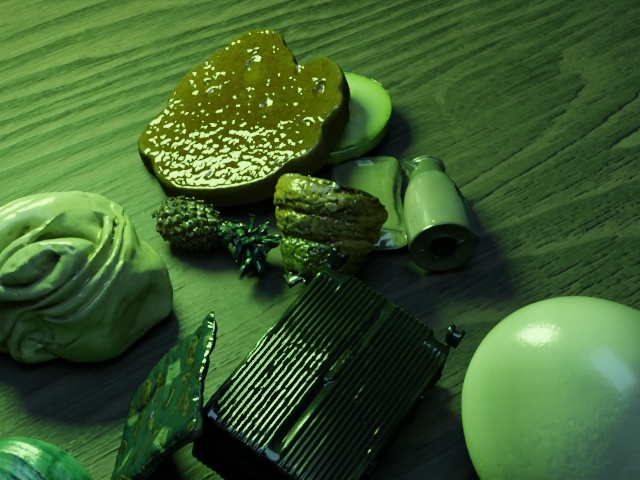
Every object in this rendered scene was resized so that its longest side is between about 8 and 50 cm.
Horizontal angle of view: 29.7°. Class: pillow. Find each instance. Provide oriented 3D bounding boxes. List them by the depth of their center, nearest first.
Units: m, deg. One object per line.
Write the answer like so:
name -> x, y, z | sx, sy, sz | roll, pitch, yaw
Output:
pillow -> -0.209, 0.224, 1.587 | 0.034, 0.255, 0.189 | 25, 46, -21
pillow -> 0.078, -0.062, 1.985 | 0.130, 0.033, 0.217 | -5, 47, 0

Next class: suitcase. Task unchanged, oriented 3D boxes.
suitcase -> 0.007, 0.204, 1.619 | 0.230, 0.152, 0.335 | 33, 53, 11

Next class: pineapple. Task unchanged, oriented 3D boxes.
pineapple -> -0.172, -0.010, 1.903 | 0.221, 0.083, 0.103 | 18, 33, 18

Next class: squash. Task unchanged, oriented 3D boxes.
squash -> 0.018, -0.217, 2.109 | 0.219, 0.041, 0.219 | -6, 43, 6

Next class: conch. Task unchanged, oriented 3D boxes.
conch -> -0.392, 0.340, 1.533 | 0.196, 0.134, 0.202 | 24, 49, 32

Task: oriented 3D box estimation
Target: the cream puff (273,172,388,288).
cream puff -> 0.000, 0.000, 1.841 | 0.183, 0.183, 0.169 | 14, 85, 14

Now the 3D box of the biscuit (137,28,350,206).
biscuit -> -0.125, -0.214, 2.067 | 0.359, 0.074, 0.381 | 1, 50, 16

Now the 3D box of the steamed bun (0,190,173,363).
steamed bun -> -0.391, 0.035, 1.782 | 0.289, 0.203, 0.276 | 32, 55, 29

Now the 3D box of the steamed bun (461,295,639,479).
steamed bun -> 0.320, 0.229, 1.504 | 0.206, 0.324, 0.324 | -6, 39, -44

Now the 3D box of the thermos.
thermos -> 0.193, -0.047, 1.928 | 0.137, 0.105, 0.193 | 24, 36, -26
